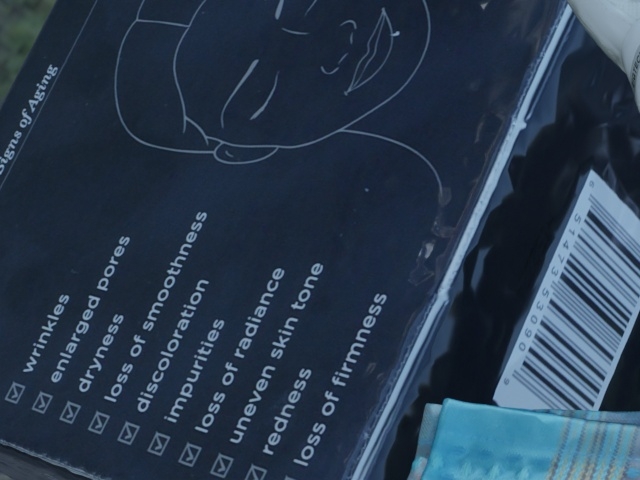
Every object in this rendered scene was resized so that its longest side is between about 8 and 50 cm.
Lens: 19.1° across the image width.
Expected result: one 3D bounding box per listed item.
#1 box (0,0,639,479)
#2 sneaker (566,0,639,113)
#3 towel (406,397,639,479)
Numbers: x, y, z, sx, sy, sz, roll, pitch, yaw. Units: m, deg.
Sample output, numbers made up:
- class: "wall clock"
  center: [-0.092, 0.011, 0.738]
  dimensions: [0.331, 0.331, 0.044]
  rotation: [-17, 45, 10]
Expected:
- class: "box"
  center: [0.000, 0.000, 1.360]
  dimensions: [0.297, 0.471, 0.480]
  rotation: [39, 71, -46]
- class: "sneaker"
  center: [0.202, -0.123, 0.653]
  dimensions: [0.292, 0.110, 0.118]
  rotation: [-23, 55, -29]
- class: "towel"
  center: [0.105, 0.214, 0.771]
  dimensions: [0.040, 0.271, 0.370]
  rotation: [61, 42, -37]
